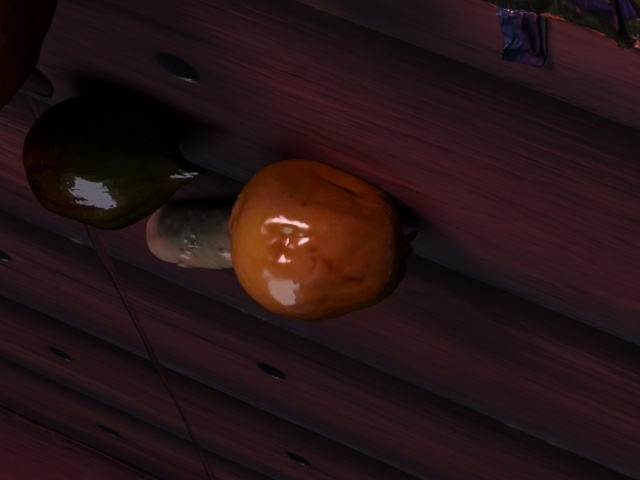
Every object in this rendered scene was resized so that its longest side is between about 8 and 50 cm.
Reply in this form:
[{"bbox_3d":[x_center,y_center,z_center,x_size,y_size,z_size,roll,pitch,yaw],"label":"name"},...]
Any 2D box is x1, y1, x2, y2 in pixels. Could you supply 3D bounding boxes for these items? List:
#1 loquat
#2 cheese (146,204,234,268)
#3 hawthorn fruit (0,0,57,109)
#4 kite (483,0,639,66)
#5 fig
[{"bbox_3d":[0.000,0.000,1.284,0.137,0.113,0.137,8,-174,-1],"label":"loquat"},{"bbox_3d":[-0.076,-0.004,1.474,0.065,0.043,0.194,32,159,-30],"label":"cheese"},{"bbox_3d":[-0.255,-0.150,1.081,0.250,0.215,0.215,40,157,-31],"label":"hawthorn fruit"},{"bbox_3d":[0.088,-0.150,0.909,0.321,0.016,0.234,21,161,17],"label":"kite"},{"bbox_3d":[-0.149,-0.057,1.350,0.155,0.103,0.109,6,-169,22],"label":"fig"}]
